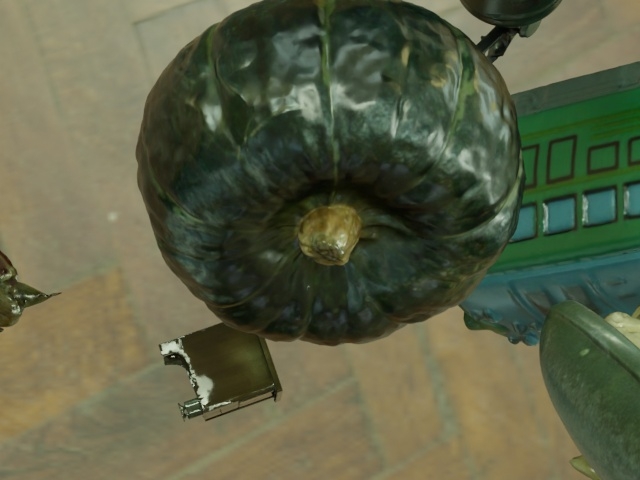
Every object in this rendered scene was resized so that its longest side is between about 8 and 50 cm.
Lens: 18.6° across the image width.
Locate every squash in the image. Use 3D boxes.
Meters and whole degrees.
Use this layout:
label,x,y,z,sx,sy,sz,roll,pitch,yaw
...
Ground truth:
label,x,y,z,sx,sy,sz,roll,pitch,yaw
squash,0.008,-0.047,1.260,0.252,0.252,0.165,24,43,-34

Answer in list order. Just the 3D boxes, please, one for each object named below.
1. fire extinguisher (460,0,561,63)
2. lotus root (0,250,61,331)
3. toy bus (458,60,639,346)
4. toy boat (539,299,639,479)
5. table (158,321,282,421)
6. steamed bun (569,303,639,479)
label,x,y,z,sx,sy,sz,roll,pitch,yaw
fire extinguisher,0.142,-0.228,1.430,0.118,0.093,0.294,-45,155,-18
lotus root,-0.281,0.048,1.145,0.278,0.154,0.154,-27,102,-46
toy bus,0.253,-0.025,1.602,0.183,0.343,0.199,31,59,-39
toy boat,0.178,0.099,0.815,0.085,0.260,0.078,-41,136,-7
table,-0.081,0.106,1.584,0.082,0.083,0.070,-19,81,-6
steamed bun,0.278,0.152,1.244,0.292,0.295,0.137,4,113,-39
